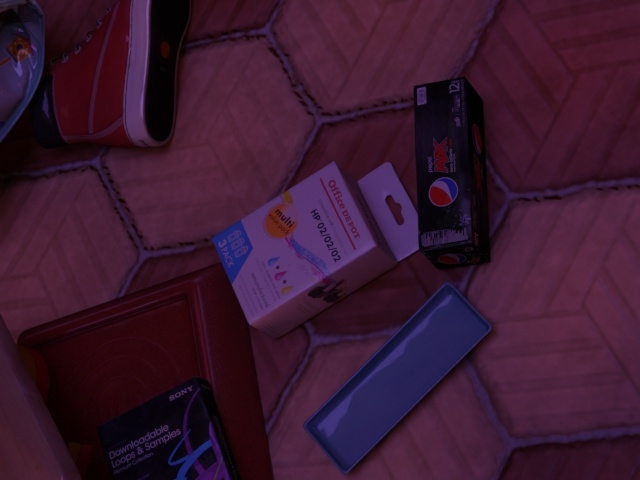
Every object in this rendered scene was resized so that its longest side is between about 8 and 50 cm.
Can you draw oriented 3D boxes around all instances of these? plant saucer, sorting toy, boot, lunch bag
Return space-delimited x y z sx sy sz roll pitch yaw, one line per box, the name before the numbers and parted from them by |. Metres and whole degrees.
plant saucer | -0.185 0.166 1.563 0.258 0.048 0.259 -19 64 18
sorting toy | -0.325 0.225 1.540 0.255 0.089 0.257 -51 50 20
boot | -0.234 -0.216 1.702 0.176 0.088 0.244 1 76 27
plant saucer | 0.072 0.127 1.474 0.192 0.018 0.067 -46 60 5
lunch bag | -0.421 -0.168 1.707 0.223 0.160 0.262 17 72 53

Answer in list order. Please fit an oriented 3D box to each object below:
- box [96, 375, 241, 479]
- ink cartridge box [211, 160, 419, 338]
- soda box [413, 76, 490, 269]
box | -0.133 0.220 1.475 0.116 0.029 0.162 -28 62 14
ink cartridge box | 0.000 0.000 1.527 0.181 0.061 0.104 -32 62 11
soda box | 0.122 -0.062 1.494 0.053 0.060 0.169 -8 68 21
